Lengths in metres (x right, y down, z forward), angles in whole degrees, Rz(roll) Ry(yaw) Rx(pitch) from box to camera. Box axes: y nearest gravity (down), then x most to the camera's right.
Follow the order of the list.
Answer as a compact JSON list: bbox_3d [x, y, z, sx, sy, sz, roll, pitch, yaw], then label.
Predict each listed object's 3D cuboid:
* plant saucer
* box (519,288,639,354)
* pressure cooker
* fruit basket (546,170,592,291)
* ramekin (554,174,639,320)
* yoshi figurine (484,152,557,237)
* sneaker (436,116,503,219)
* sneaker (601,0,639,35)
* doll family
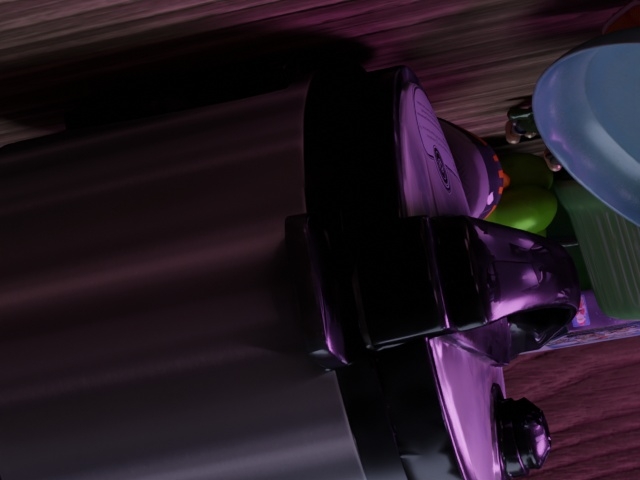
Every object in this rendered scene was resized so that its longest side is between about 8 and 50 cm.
[{"bbox_3d":[0.300,-0.058,1.247,0.317,0.044,0.317,23,160,9],"label":"plant saucer"},{"bbox_3d":[0.346,0.076,2.002,0.233,0.044,0.159,-8,169,-16],"label":"box"},{"bbox_3d":[-0.022,0.069,1.305,0.420,0.375,0.370,-12,-146,12],"label":"pressure cooker"},{"bbox_3d":[0.252,-0.014,2.137,0.327,0.165,0.353,0,-174,-45],"label":"fruit basket"},{"bbox_3d":[0.394,-0.022,1.798,0.303,0.148,0.303,-14,-177,1],"label":"ramekin"},{"bbox_3d":[0.079,0.008,1.871,0.362,0.204,0.203,-12,-172,19],"label":"yoshi figurine"},{"bbox_3d":[0.089,-0.061,1.596,0.180,0.125,0.321,-8,-174,-34],"label":"sneaker"},{"bbox_3d":[0.263,-0.143,1.209,0.175,0.067,0.064,-11,174,41],"label":"sneaker"},{"bbox_3d":[0.258,-0.098,1.596,0.193,0.076,0.111,-11,170,-15],"label":"doll family"}]
